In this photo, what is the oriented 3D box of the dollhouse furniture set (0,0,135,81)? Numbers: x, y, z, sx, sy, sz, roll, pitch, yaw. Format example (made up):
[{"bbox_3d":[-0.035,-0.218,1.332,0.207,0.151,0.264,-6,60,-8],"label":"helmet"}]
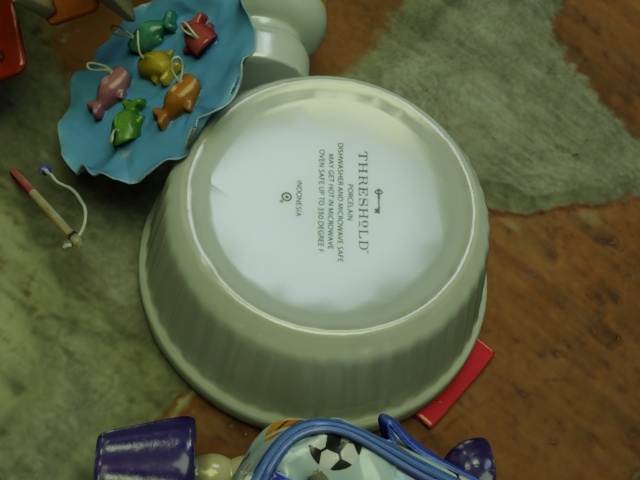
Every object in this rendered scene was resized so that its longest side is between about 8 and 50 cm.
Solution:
[{"bbox_3d":[-0.289,-0.234,0.962,0.262,0.135,0.259,-18,74,10],"label":"dollhouse furniture set"}]

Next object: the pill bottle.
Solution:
[{"bbox_3d":[-0.052,-0.213,1.022,0.117,0.117,0.208,3,63,-8],"label":"pill bottle"}]

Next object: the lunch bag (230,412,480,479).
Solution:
[{"bbox_3d":[0.050,0.249,0.773,0.303,0.115,0.243,28,80,-7],"label":"lunch bag"}]

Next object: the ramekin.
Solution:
[{"bbox_3d":[0.000,0.000,0.915,0.272,0.127,0.273,3,62,-5],"label":"ramekin"}]

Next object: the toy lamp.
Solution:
[{"bbox_3d":[-0.019,0.164,0.863,0.274,0.080,0.080,4,63,-10],"label":"toy lamp"}]

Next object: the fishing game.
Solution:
[{"bbox_3d":[-0.130,-0.123,0.917,0.264,0.041,0.189,-49,43,0],"label":"fishing game"}]

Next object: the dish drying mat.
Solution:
[{"bbox_3d":[0.098,0.106,0.949,0.032,0.008,0.083,40,65,12],"label":"dish drying mat"}]
